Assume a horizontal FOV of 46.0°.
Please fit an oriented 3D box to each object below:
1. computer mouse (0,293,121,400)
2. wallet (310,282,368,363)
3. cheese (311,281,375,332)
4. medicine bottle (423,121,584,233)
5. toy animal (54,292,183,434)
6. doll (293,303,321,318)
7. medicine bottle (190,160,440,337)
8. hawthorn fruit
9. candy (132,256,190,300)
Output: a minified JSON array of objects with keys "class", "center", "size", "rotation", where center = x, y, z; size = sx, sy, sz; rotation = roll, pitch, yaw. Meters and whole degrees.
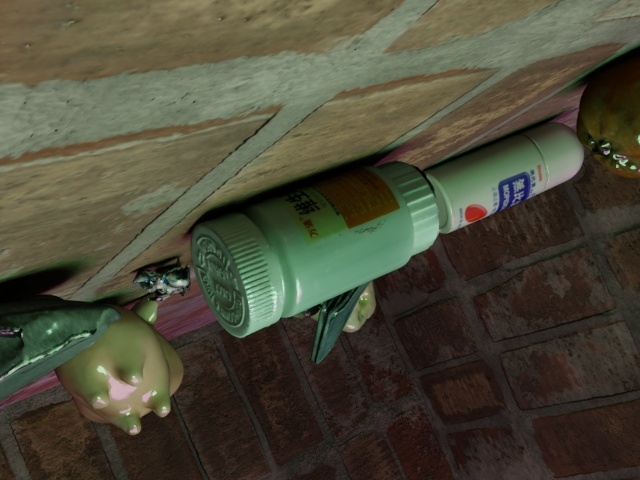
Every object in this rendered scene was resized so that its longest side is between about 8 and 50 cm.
[{"class":"computer mouse","center":[-0.412,0.141,0.841],"size":[0.374,0.114,0.203],"rotation":[-30,175,-23]},{"class":"wallet","center":[0.068,0.051,1.253],"size":[0.290,0.054,0.251],"rotation":[-61,169,-25]},{"class":"cheese","center":[-0.001,0.053,1.708],"size":[0.248,0.251,0.173],"rotation":[12,-153,24]},{"class":"medicine bottle","center":[0.364,-0.133,1.484],"size":[0.341,0.130,0.130],"rotation":[-23,175,-16]},{"class":"toy animal","center":[-0.364,0.217,1.331],"size":[0.237,0.269,0.326],"rotation":[-24,143,-12]},{"class":"doll","center":[-0.079,0.059,1.214],"size":[0.228,0.154,0.258],"rotation":[7,178,-8]},{"class":"medicine bottle","center":[0.000,0.000,1.022],"size":[0.318,0.158,0.158],"rotation":[-21,174,-28]},{"class":"hawthorn fruit","center":[0.527,-0.216,1.176],"size":[0.251,0.199,0.199],"rotation":[-38,175,-3]},{"class":"candy","center":[-0.248,0.067,1.211],"size":[0.094,0.051,0.226],"rotation":[-13,172,-5]}]
